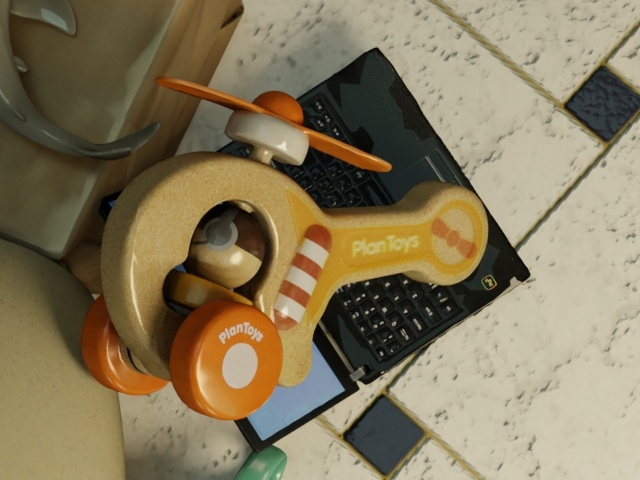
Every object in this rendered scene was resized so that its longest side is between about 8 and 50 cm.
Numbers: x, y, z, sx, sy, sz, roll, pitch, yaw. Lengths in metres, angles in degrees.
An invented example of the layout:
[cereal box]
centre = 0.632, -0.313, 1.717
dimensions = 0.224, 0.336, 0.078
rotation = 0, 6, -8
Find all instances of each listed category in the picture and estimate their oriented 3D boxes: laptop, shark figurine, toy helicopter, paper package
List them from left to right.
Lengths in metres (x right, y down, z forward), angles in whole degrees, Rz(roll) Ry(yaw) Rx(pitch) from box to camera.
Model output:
[paper package]
centre = -0.272, -0.157, 1.621
dimensions = 0.324, 0.168, 0.310
rotation = 24, 83, 10
[shark figurine]
centre = -0.245, -0.156, 1.477
dimensions = 0.166, 0.116, 0.278
rotation = -24, 75, 3
[toy helicopter]
centre = -0.011, -0.010, 1.460
dimensions = 0.140, 0.355, 0.235
rotation = 9, 102, 49
[laptop]
centre = 0.000, 0.000, 1.557
dimensions = 0.264, 0.136, 0.234
rotation = -33, 85, -1

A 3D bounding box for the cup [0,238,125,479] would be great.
[cup]
centre = -0.285, 0.132, 1.502
dimensions = 0.331, 0.331, 0.237
rotation = 12, 64, 9

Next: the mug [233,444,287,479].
[mug]
centre = -0.084, 0.243, 1.546
dimensions = 0.129, 0.097, 0.158
rotation = -9, 77, 4
